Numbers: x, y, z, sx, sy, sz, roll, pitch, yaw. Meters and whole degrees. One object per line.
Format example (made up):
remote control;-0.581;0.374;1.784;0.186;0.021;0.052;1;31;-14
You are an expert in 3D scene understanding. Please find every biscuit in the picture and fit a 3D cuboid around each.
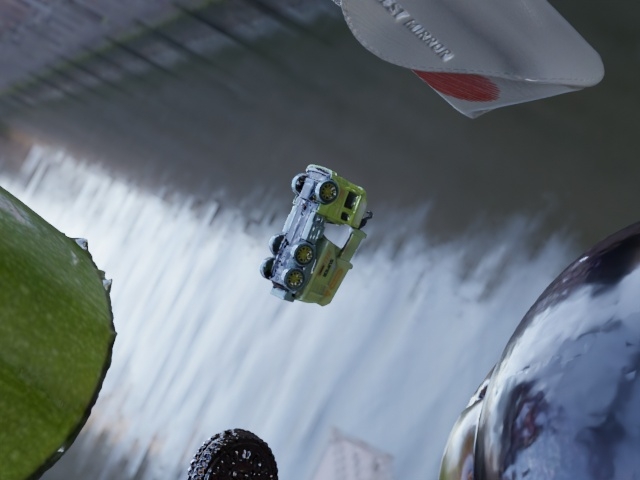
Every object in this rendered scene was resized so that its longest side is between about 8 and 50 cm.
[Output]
biscuit;-0.073;0.199;1.292;0.027;0.089;0.087;8;69;46

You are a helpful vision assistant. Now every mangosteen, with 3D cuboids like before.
mangosteen;0.244;0.184;0.965;0.435;0.382;0.382;-41;25;31

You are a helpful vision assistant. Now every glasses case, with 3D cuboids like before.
glasses case;0.061;-0.181;1.094;0.128;0.308;0.083;-29;33;40

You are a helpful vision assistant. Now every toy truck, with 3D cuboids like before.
toy truck;0.000;0.000;1.916;0.077;0.100;0.169;19;87;59

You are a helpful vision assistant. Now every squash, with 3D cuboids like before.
squash;-0.360;0.032;1.192;0.310;0.309;0.310;-15;50;19
